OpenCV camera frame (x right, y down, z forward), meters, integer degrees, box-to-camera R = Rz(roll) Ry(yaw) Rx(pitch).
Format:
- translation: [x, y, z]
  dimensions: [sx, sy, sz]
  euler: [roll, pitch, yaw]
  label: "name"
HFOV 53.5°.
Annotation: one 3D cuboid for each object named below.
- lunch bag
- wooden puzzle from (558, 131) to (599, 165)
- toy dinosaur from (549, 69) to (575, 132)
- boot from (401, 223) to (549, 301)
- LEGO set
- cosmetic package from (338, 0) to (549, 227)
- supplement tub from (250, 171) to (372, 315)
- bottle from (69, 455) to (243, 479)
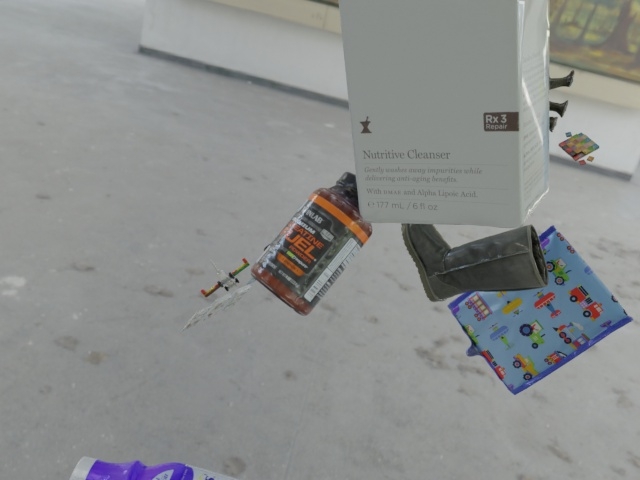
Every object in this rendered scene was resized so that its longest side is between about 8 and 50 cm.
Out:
- translation: [0.409, 0.148, 1.252]
  dimensions: [0.221, 0.293, 0.138]
  euler: [54, 14, 14]
  label: "lunch bag"
- translation: [0.463, -0.169, 1.137]
  dimensions: [0.049, 0.006, 0.083]
  euler: [-29, 50, -3]
  label: "wooden puzzle"
- translation: [0.376, -0.267, 1.207]
  dimensions: [0.160, 0.313, 0.121]
  euler: [25, -17, 25]
  label: "toy dinosaur"
- translation: [0.252, 0.010, 1.054]
  dimensions: [0.209, 0.189, 0.076]
  euler: [-19, 8, 46]
  label: "boot"
- translation: [-0.193, 0.086, 1.351]
  dimensions: [0.060, 0.244, 0.182]
  euler: [52, 37, 10]
  label: "LEGO set"
- translation: [0.151, -0.221, 0.756]
  dimensions: [0.217, 0.384, 0.156]
  euler: [3, 23, 31]
  label: "cosmetic package"
- translation: [0.000, 0.000, 0.885]
  dimensions: [0.106, 0.198, 0.106]
  euler: [38, -6, 4]
  label: "supplement tub"
- translation: [-0.189, 0.356, 0.837]
  dimensions: [0.283, 0.092, 0.118]
  euler: [17, 43, 0]
  label: "bottle"
